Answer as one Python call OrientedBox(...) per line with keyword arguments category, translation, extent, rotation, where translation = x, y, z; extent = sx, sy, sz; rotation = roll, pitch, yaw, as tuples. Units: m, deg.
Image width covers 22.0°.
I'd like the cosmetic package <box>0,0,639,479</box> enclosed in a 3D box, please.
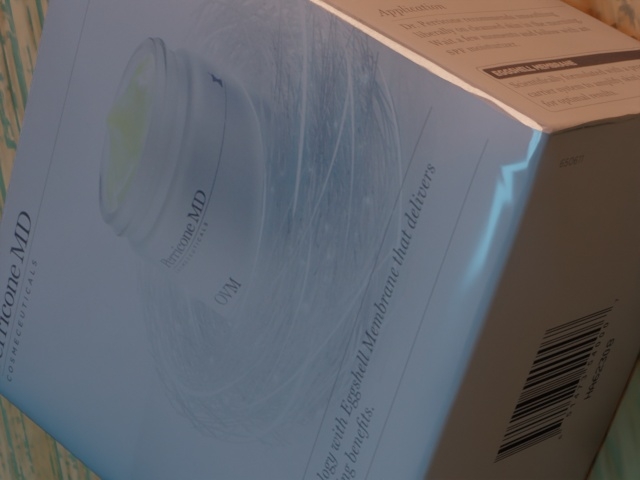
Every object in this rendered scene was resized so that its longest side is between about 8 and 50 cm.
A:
OrientedBox(category="cosmetic package", translation=(0.000, 0.000, 0.633), extent=(0.224, 0.138, 0.224), rotation=(34, 120, 32))
